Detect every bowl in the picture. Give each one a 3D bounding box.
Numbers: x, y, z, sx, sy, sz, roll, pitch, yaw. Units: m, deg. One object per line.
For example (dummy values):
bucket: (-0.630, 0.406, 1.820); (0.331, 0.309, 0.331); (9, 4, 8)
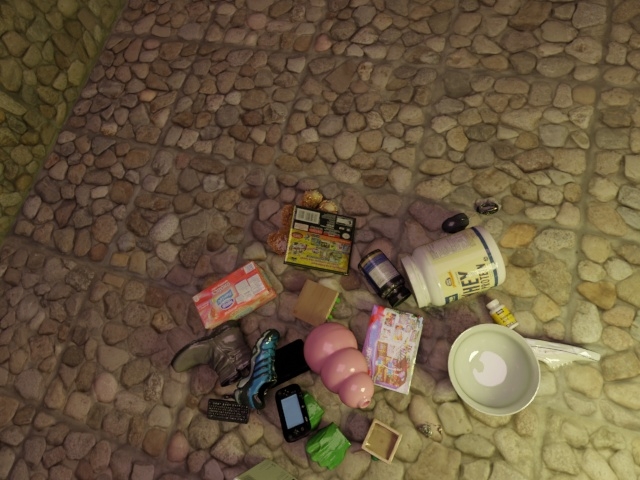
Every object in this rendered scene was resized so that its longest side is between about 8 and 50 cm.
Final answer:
bowl: (0.594, 0.450, 1.459); (0.297, 0.134, 0.299); (-4, 71, 11)

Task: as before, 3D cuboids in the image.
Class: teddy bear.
teddy bear: (-0.075, -0.065, 1.805); (0.244, 0.113, 0.339); (22, 77, 0)

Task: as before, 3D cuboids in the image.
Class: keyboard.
keyboard: (-0.368, 0.669, 1.666); (0.179, 0.023, 0.108); (1, 72, 12)

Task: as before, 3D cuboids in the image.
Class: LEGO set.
LEGO set: (0.394, 0.677, 1.488); (0.083, 0.023, 0.054); (-21, 69, 6)

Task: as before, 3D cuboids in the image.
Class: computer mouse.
computer mouse: (0.609, -0.097, 1.687); (0.241, 0.041, 0.071); (-25, 68, 3)

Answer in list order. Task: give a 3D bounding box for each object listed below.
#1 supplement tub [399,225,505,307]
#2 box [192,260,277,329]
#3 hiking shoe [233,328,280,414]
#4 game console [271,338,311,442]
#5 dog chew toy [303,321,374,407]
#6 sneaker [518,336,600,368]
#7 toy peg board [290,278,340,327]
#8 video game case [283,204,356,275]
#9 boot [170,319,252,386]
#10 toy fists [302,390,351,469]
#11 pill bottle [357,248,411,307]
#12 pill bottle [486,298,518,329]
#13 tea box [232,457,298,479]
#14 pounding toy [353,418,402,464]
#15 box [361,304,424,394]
supplement tub: (0.483, 0.103, 1.545); (0.324, 0.235, 0.236); (-21, 69, 6)
box: (-0.354, 0.237, 1.741); (0.299, 0.142, 0.154); (-32, 68, 1)
hiking shoe: (-0.208, 0.493, 1.589); (0.131, 0.113, 0.305); (13, 72, 28)
game console: (-0.111, 0.564, 1.569); (0.213, 0.044, 0.362); (-28, 48, 6)
dog chew toy: (0.076, 0.456, 1.505); (0.206, 0.207, 0.332); (-37, 47, -1)
sneaker: (0.826, 0.402, 1.455); (0.257, 0.094, 0.092); (6, 85, 23)
toy peg board: (-0.011, 0.267, 1.700); (0.160, 0.079, 0.161); (18, 76, 34)
video game case: (0.000, 0.000, 1.728); (0.274, 0.035, 0.249); (12, 78, -11)
boot: (-0.433, 0.495, 1.675); (0.338, 0.118, 0.223); (-35, 63, 4)
toy fists: (-0.020, 0.705, 1.538); (0.142, 0.096, 0.279); (-40, 66, -13)
pill bottle: (0.254, 0.151, 1.642); (0.122, 0.123, 0.219); (-37, 68, -1)
pill bottle: (0.668, 0.277, 1.537); (0.065, 0.065, 0.116); (-33, 68, 0)
tea box: (-0.224, 0.957, 1.373); (0.219, 0.329, 0.324); (26, 79, 19)
pounding toy: (0.203, 0.730, 1.487); (0.130, 0.100, 0.141); (24, 68, 18)
box: (0.268, 0.411, 1.587); (0.200, 0.057, 0.294); (12, 76, 16)
